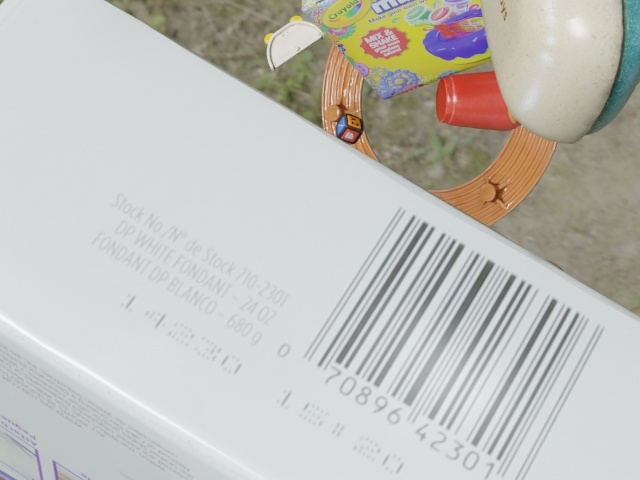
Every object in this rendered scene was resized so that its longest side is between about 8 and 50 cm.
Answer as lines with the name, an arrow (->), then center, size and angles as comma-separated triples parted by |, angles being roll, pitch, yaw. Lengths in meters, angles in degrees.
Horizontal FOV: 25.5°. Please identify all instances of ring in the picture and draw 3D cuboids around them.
ring -> 0.132, -0.168, 1.668 | 0.337, 0.032, 0.336 | 0, 90, 35

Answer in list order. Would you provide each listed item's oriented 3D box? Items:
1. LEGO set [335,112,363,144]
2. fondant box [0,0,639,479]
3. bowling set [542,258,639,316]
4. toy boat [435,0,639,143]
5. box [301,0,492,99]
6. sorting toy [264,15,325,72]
LEGO set -> 0.000, 0.000, 1.427 | 0.182, 0.060, 0.244 | -21, 55, 61
fondant box -> -0.019, 0.083, 0.486 | 0.238, 0.330, 0.096 | 31, 65, 6
bowling set -> 0.195, 0.102, 1.080 | 0.199, 0.287, 0.154 | 68, 160, 9
toy boat -> 0.203, -0.185, 1.206 | 0.318, 0.148, 0.267 | 111, 157, -64
box -> 0.143, -0.341, 1.442 | 0.290, 0.177, 0.279 | -18, 54, 25
sorting toy -> -0.037, -0.253, 1.860 | 0.083, 0.075, 0.045 | -35, 77, -4
